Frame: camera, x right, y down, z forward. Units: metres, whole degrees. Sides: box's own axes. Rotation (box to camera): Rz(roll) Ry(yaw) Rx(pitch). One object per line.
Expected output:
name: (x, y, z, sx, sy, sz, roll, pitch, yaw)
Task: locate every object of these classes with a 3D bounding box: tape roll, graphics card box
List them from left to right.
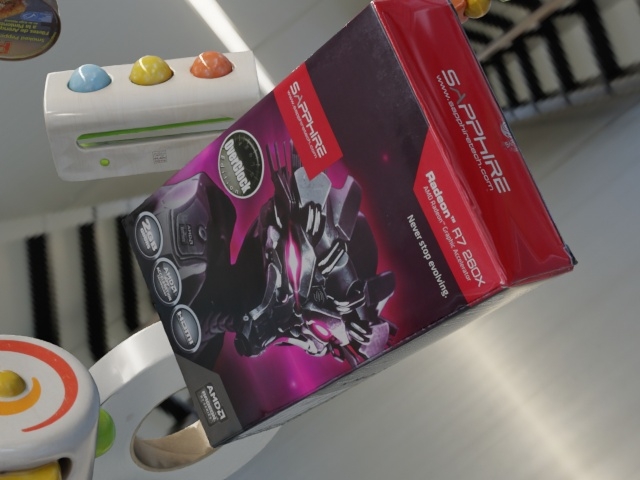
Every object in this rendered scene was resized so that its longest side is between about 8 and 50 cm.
tape roll: (-0.219, 0.270, 1.819, 0.392, 0.072, 0.392, -22, -41, -20)
graphics card box: (0.000, 0.000, 0.936, 0.094, 0.232, 0.371, -12, -16, -45)

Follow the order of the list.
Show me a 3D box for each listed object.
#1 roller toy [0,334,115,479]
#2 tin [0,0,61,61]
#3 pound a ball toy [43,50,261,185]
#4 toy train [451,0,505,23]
roller toy: (-0.324, 0.194, 1.170, 0.209, 0.191, 0.146, -61, -14, -57)
tin: (-0.377, -0.245, 1.242, 0.190, 0.040, 0.106, 3, -42, -21)
pound a ball toy: (-0.186, -0.158, 1.476, 0.319, 0.135, 0.208, -7, 35, -4)
toy train: (0.176, -0.282, 1.365, 0.143, 0.248, 0.105, -20, -17, 5)
